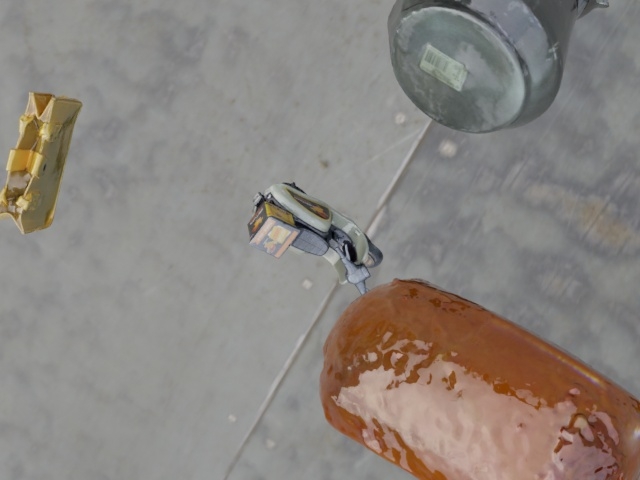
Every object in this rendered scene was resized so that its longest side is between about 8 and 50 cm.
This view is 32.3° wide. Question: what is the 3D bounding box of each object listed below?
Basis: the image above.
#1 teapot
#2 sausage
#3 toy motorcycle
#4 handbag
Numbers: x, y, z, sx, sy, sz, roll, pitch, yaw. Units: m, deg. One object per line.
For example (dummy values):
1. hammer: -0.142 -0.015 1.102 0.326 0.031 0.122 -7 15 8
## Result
1. teapot: 0.274 -0.396 1.838 0.376 0.362 0.305 32 145 11
2. sausage: 0.117 0.125 0.851 0.268 0.153 0.141 27 91 31
3. toy motorcycle: 0.000 0.000 1.782 0.263 0.157 0.091 27 117 -26
4. handbag: -0.170 -0.048 0.658 0.027 0.061 0.083 18 97 1
